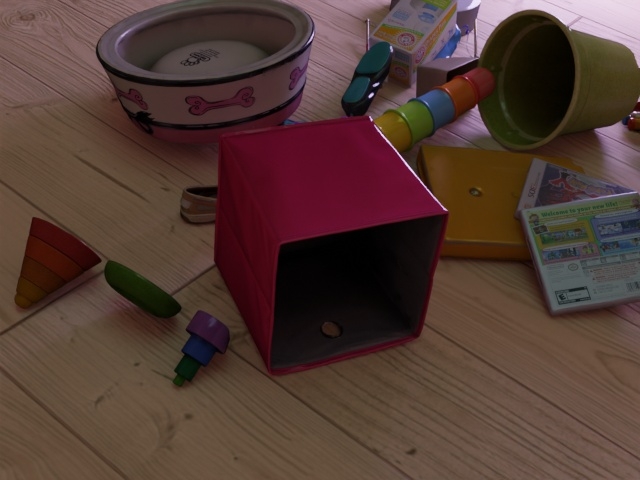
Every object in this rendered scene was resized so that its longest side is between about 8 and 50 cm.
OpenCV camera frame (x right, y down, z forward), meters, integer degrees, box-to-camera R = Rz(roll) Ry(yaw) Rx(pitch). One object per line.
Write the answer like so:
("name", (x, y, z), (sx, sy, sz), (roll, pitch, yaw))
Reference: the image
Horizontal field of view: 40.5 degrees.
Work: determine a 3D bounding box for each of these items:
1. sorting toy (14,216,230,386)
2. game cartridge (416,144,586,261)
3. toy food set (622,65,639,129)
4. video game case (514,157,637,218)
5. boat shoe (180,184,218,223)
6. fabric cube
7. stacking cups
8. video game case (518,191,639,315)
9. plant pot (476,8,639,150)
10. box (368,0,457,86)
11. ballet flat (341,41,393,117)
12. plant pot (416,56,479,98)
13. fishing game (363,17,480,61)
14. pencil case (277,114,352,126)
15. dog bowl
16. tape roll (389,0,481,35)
("sorting toy", (-0.306, 0.100, 1.255), (0.365, 0.127, 0.126), (28, 73, 17))
("game cartridge", (0.353, -0.065, 1.587), (0.324, 0.052, 0.285), (5, 41, -8))
("toy food set", (0.704, -0.320, 1.883), (0.104, 0.111, 0.232), (3, 67, 1))
("video game case", (0.461, -0.066, 1.555), (0.201, 0.023, 0.183), (20, 41, 9))
("boat shoe", (-0.144, -0.075, 1.482), (0.190, 0.072, 0.068), (-10, 44, -21))
("fabric cube", (0.000, 0.000, 1.284), (0.254, 0.259, 0.258), (-12, 43, -21))
("stacking cups", (0.213, -0.255, 1.710), (0.316, 0.096, 0.096), (-33, 55, -29))
("video game case", (0.458, 0.020, 1.447), (0.212, 0.023, 0.193), (-9, 64, -4))
("plant pot", (0.504, -0.324, 1.772), (0.254, 0.276, 0.276), (-5, 41, -32))
("box", (0.205, -0.457, 1.921), (0.114, 0.103, 0.203), (29, 64, 21))
("ballet flat", (0.099, -0.327, 1.804), (0.074, 0.074, 0.203), (20, 58, 13))
("plant pot", (0.262, -0.332, 1.837), (0.109, 0.109, 0.096), (-28, 41, -35))
("fishing game", (0.233, -0.468, 2.010), (0.264, 0.041, 0.189), (-2, 55, 3))
("pencil case", (-0.011, -0.203, 1.658), (0.152, 0.070, 0.064), (-3, 0, -16))
("dog bowl", (-0.208, -0.327, 1.656), (0.408, 0.150, 0.408), (-3, 36, 2))
("tape roll", (0.285, -0.588, 2.156), (0.219, 0.072, 0.219), (5, 41, -5))
